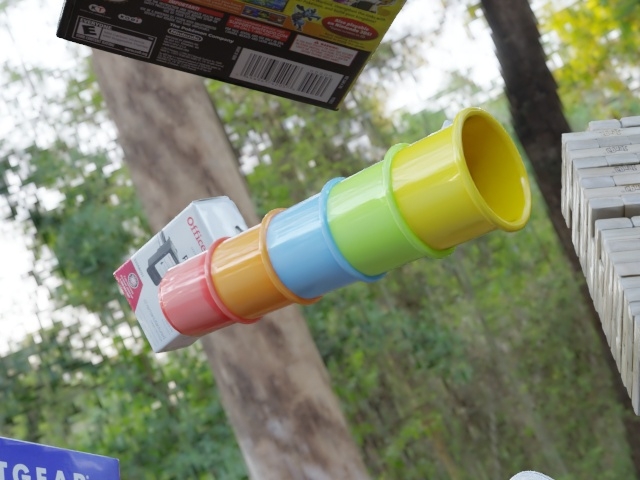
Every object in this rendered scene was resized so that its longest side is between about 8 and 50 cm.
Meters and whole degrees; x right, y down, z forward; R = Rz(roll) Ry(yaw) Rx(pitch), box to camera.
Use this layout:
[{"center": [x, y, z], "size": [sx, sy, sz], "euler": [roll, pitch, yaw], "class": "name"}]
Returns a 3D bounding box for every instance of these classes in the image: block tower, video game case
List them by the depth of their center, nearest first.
[{"center": [-0.070, -0.220, 1.121], "size": [0.275, 0.035, 0.248], "euler": [13, -30, -14], "class": "video game case"}, {"center": [0.281, 0.014, 1.132], "size": [0.091, 0.097, 0.335], "euler": [-6, 32, 2], "class": "block tower"}]

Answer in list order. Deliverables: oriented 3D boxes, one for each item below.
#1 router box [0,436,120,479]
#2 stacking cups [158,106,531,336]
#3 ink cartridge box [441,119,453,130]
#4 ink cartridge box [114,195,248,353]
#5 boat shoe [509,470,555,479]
[{"center": [-0.465, 0.322, 1.603], "size": [0.301, 0.082, 0.335], "euler": [-22, -26, 28], "class": "router box"}, {"center": [0.000, 0.000, 0.994], "size": [0.316, 0.096, 0.096], "euler": [-22, -8, 32], "class": "stacking cups"}, {"center": [0.138, -0.088, 1.445], "size": [0.029, 0.063, 0.115], "euler": [15, 20, 4], "class": "ink cartridge box"}, {"center": [-0.140, 0.037, 1.424], "size": [0.150, 0.109, 0.063], "euler": [-39, -18, 33], "class": "ink cartridge box"}, {"center": [0.329, 0.412, 1.711], "size": [0.096, 0.267, 0.088], "euler": [-32, -27, 3], "class": "boat shoe"}]
